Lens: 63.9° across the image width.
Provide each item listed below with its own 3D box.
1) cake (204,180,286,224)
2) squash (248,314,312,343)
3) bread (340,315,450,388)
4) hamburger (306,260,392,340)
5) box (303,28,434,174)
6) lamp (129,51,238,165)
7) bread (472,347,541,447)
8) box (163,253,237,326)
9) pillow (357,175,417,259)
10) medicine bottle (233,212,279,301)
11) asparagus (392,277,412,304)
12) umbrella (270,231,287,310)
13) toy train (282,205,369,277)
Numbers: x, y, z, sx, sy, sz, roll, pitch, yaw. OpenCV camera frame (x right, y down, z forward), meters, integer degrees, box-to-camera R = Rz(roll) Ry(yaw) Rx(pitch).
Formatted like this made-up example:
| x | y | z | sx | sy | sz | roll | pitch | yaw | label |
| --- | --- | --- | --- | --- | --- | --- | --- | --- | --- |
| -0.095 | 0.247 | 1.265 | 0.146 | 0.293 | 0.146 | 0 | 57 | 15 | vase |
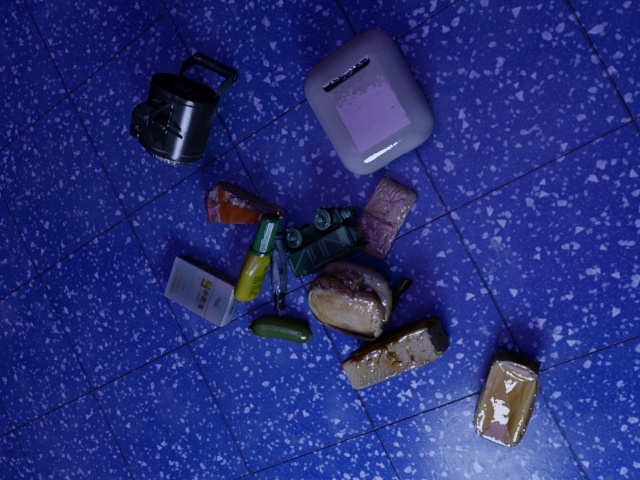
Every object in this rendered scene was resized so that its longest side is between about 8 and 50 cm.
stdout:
| x | y | z | sx | sy | sz | roll | pitch | yaw | label |
| --- | --- | --- | --- | --- | --- | --- | --- | --- | --- |
| -0.239 | -0.112 | 1.612 | 0.287 | 0.098 | 0.135 | 8 | 99 | 20 | cake |
| -0.128 | 0.280 | 1.632 | 0.219 | 0.068 | 0.077 | 3 | 102 | 21 | squash |
| 0.211 | 0.314 | 1.453 | 0.275 | 0.185 | 0.114 | -29 | 80 | 21 | bread |
| 0.083 | 0.174 | 1.465 | 0.243 | 0.146 | 0.286 | 48 | 141 | -9 | hamburger |
| 0.130 | -0.379 | 1.422 | 0.289 | 0.141 | 0.349 | -30 | 86 | 22 | box |
| -0.436 | -0.374 | 1.591 | 0.205 | 0.374 | 0.272 | 30 | 137 | 8 | lamp |
| 0.506 | 0.425 | 1.396 | 0.136 | 0.107 | 0.241 | 15 | 101 | 21 | bread |
| -0.392 | 0.164 | 1.717 | 0.243 | 0.067 | 0.155 | 24 | 105 | 17 | box |
| 0.178 | -0.063 | 1.496 | 0.126 | 0.043 | 0.232 | 32 | 109 | 19 | pillow |
| -0.190 | 0.054 | 1.574 | 0.076 | 0.111 | 0.309 | 29 | 119 | 11 | medicine bottle |
| 0.211 | 0.177 | 1.514 | 0.030 | 0.036 | 0.165 | 42 | 109 | 22 | asparagus |
| -0.131 | 0.099 | 1.620 | 0.052 | 0.053 | 0.250 | 3 | 95 | 18 | umbrella |
| 0.000 | 0.000 | 1.514 | 0.269 | 0.115 | 0.154 | -29 | 77 | 29 | toy train |
